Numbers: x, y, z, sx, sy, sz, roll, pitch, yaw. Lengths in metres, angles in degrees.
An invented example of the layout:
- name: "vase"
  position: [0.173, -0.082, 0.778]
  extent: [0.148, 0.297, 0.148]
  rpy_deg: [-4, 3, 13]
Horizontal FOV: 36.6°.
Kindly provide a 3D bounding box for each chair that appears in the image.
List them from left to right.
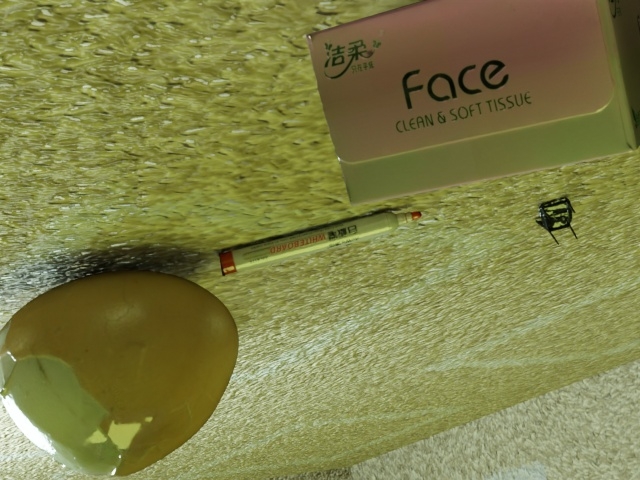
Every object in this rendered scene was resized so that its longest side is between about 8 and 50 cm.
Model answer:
- name: "chair"
  position: [0.271, -0.028, 1.114]
  extent: [0.037, 0.042, 0.086]
  rpy_deg: [-14, -163, 4]

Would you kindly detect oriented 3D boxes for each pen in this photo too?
- name: "pen"
  position: [0.000, 0.000, 1.009]
  extent: [0.218, 0.026, 0.026]
  rpy_deg: [-14, 161, 0]

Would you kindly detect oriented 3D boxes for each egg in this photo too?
- name: "egg"
  position: [-0.199, 0.127, 0.972]
  extent: [0.244, 0.201, 0.201]
  rpy_deg: [-23, 164, -16]

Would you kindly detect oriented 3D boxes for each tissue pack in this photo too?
- name: "tissue pack"
  position: [0.115, -0.098, 0.547]
  extent: [0.148, 0.093, 0.246]
  rpy_deg: [-10, -171, 25]
